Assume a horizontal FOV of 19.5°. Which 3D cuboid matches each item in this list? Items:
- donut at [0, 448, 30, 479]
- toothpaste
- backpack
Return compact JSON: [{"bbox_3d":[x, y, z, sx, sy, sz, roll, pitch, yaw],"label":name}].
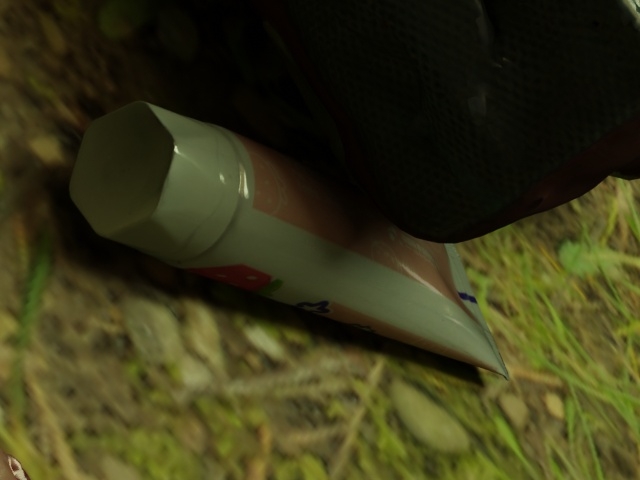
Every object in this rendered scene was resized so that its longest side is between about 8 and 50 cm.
[{"bbox_3d":[-0.103,0.069,0.352,0.117,0.065,0.166,14,50,-46],"label":"donut"},{"bbox_3d":[0.000,0.000,0.594,0.194,0.043,0.067,21,40,-52],"label":"toothpaste"},{"bbox_3d":[0.048,-0.165,0.664,0.317,0.197,0.283,56,19,9],"label":"backpack"}]
